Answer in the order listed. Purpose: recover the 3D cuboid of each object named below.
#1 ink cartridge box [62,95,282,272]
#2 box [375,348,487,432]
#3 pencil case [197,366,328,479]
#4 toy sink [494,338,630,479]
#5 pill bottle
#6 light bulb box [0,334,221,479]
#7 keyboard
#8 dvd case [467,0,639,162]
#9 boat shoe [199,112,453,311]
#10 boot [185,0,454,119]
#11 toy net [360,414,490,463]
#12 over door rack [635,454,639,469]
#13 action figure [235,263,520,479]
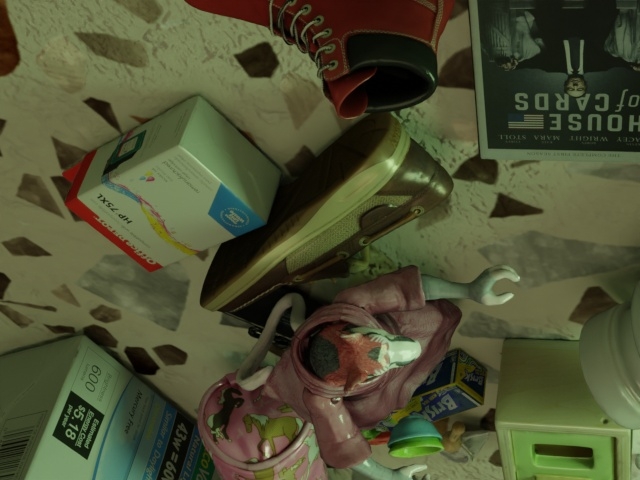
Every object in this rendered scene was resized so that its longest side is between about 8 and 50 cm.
[{"bbox_3d":[-0.172,-0.048,1.183,0.231,0.078,0.134,-22,129,37],"label":"ink cartridge box"},{"bbox_3d":[0.128,0.196,1.406,0.059,0.054,0.169,38,135,-27],"label":"box"},{"bbox_3d":[-0.054,0.332,1.534,0.160,0.167,0.386,20,147,27],"label":"pencil case"},{"bbox_3d":[0.300,0.240,1.346,0.152,0.131,0.234,1,140,16],"label":"toy sink"},{"bbox_3d":[0.418,0.079,1.079,0.176,0.176,0.318,35,136,-24],"label":"pill bottle"},{"bbox_3d":[-0.337,0.387,1.536,0.225,0.358,0.361,-15,134,34],"label":"light bulb box"},{"bbox_3d":[-0.045,0.095,1.364,0.180,0.023,0.108,24,134,-11],"label":"keyboard"},{"bbox_3d":[0.222,-0.160,0.968,0.179,0.030,0.239,3,139,15],"label":"dvd case"},{"bbox_3d":[0.000,0.000,1.161,0.123,0.123,0.342,34,131,-21],"label":"boat shoe"},{"bbox_3d":[-0.018,-0.176,0.906,0.244,0.176,0.088,6,142,12],"label":"boot"},{"bbox_3d":[0.138,0.265,1.421,0.122,0.045,0.232,-21,154,29],"label":"toy net"},{"bbox_3d":[0.342,0.367,1.401,0.324,0.239,0.108,-5,104,33],"label":"over door rack"},{"bbox_3d":[0.036,0.099,1.140,0.275,0.248,0.370,24,177,13],"label":"action figure"}]
